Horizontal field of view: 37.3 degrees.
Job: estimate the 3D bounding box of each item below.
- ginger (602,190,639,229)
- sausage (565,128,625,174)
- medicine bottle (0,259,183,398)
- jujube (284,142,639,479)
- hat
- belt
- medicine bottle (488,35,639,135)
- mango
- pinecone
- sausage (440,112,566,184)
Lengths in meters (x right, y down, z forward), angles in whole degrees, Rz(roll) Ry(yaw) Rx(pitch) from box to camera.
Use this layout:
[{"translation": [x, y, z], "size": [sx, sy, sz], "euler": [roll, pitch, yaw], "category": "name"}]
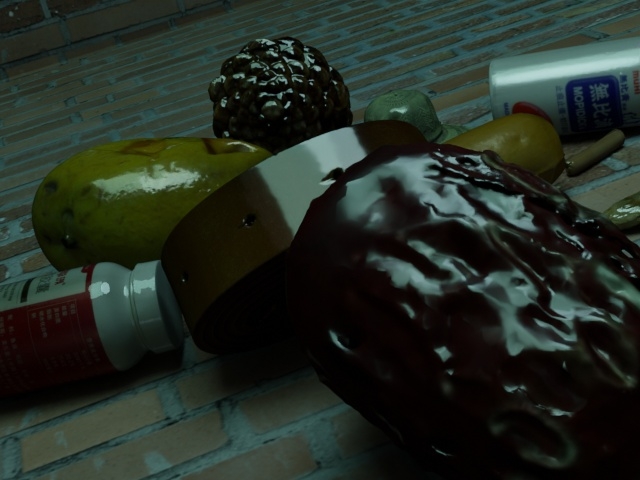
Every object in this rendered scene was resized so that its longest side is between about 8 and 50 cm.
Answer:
[{"translation": [0.396, -0.045, 1.134], "size": [0.137, 0.044, 0.057], "euler": [-29, 57, -15], "category": "ginger"}, {"translation": [0.379, -0.122, 1.316], "size": [0.116, 0.026, 0.026], "euler": [-30, 29, -28], "category": "sausage"}, {"translation": [-0.295, 0.100, 1.104], "size": [0.250, 0.131, 0.131], "euler": [-14, 25, 4], "category": "medicine bottle"}, {"translation": [0.132, 0.063, 0.779], "size": [0.258, 0.258, 0.376], "euler": [-29, 42, -27], "category": "jujube"}, {"translation": [0.124, -0.176, 1.470], "size": [0.252, 0.110, 0.252], "euler": [-11, 26, 6], "category": "hat"}, {"translation": [0.000, 0.000, 1.034], "size": [0.338, 0.217, 0.122], "euler": [-27, 62, -3], "category": "belt"}, {"translation": [0.425, -0.226, 1.384], "size": [0.340, 0.130, 0.130], "euler": [-6, 27, 18], "category": "medicine bottle"}, {"translation": [-0.219, -0.050, 1.342], "size": [0.364, 0.182, 0.253], "euler": [-11, 21, -17], "category": "mango"}, {"translation": [-0.059, -0.211, 1.514], "size": [0.224, 0.224, 0.272], "euler": [-11, 2, 8], "category": "pinecone"}, {"translation": [0.144, -0.055, 1.213], "size": [0.353, 0.116, 0.134], "euler": [-26, 34, -14], "category": "sausage"}]
